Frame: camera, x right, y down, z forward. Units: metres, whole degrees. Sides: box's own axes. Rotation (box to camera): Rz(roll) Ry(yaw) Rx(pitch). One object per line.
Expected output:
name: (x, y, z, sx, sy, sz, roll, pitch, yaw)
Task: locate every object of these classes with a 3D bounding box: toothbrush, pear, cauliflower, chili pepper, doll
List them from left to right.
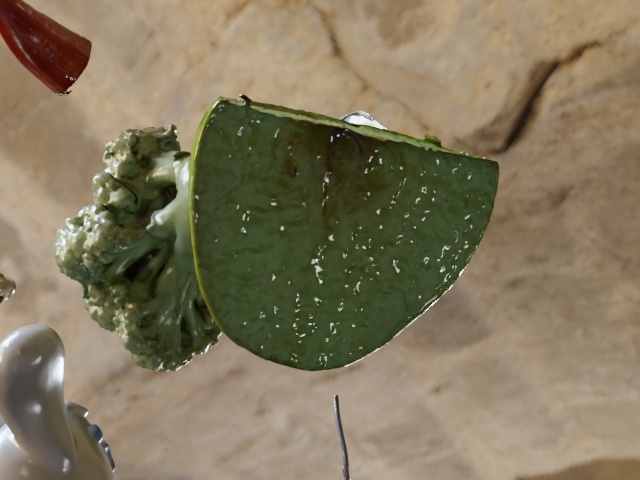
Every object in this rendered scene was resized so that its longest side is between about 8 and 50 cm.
doll: (-0.301, 0.243, 1.516, 0.187, 0.376, 0.366, -13, 13, -41)
chili pepper: (-0.371, -0.270, 1.907, 0.065, 0.088, 0.169, -2, -34, 40)
cauliflower: (-0.197, -0.011, 1.813, 0.281, 0.260, 0.327, 102, -23, -60)
pear: (-0.005, -0.001, 1.398, 0.288, 0.239, 0.139, 11, 3, -19)
toothbrush: (0.033, 0.319, 2.154, 0.019, 0.193, 0.013, -6, -7, 1)

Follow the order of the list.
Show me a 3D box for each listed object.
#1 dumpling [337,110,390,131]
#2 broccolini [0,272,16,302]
dumpling: (0.050, -0.031, 1.906, 0.341, 0.181, 0.260, 140, -72, -80)
broccolini: (-0.404, 0.076, 1.755, 0.079, 0.074, 0.392, 37, -4, 0)
